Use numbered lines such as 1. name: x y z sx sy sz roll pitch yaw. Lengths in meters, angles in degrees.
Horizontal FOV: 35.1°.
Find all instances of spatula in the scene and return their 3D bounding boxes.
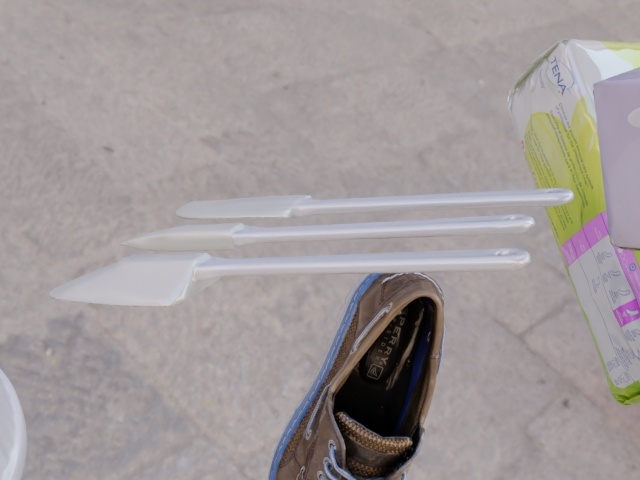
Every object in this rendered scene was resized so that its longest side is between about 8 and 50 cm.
1. spatula: 0.000 0.000 0.527 0.242 0.019 0.168 -1 14 22

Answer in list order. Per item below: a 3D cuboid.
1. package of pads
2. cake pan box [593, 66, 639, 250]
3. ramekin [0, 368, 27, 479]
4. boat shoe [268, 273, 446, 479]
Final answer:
1. package of pads: 0.296 -0.022 0.831 0.229 0.101 0.296 -2 65 -28
2. cake pan box: 0.267 -0.050 0.322 0.246 0.070 0.267 -23 18 -35
3. ramekin: -0.377 0.147 0.788 0.273 0.127 0.273 0 43 0
4. boat shoe: 0.017 0.101 0.520 0.066 0.183 0.066 15 0 -10
